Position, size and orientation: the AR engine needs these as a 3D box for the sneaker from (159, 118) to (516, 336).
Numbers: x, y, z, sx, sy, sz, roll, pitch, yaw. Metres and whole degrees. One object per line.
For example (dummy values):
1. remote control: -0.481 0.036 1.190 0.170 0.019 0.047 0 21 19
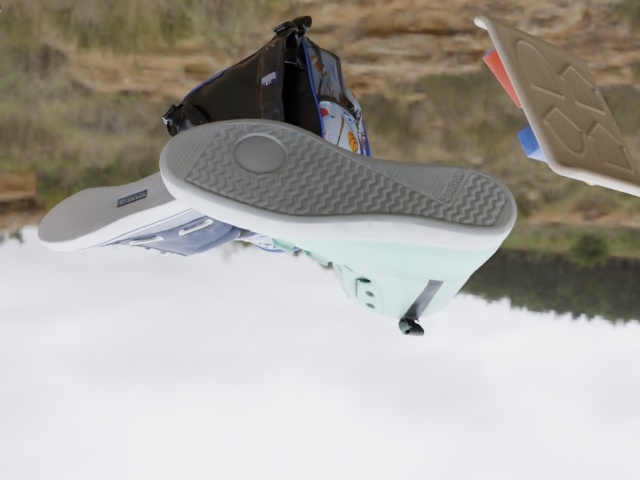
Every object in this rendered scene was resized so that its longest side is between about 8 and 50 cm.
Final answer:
1. sneaker: 0.000 0.000 0.819 0.256 0.094 0.151 11 142 -8

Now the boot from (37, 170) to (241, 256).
1. boot: -0.173 -0.010 1.047 0.190 0.069 0.086 -13 138 25

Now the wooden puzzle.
1. wooden puzzle: 0.412 -0.214 1.888 0.322 0.347 0.080 9 140 -48

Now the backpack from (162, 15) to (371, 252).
1. backpack: -0.057 -0.116 1.500 0.276 0.263 0.213 -30 144 32
